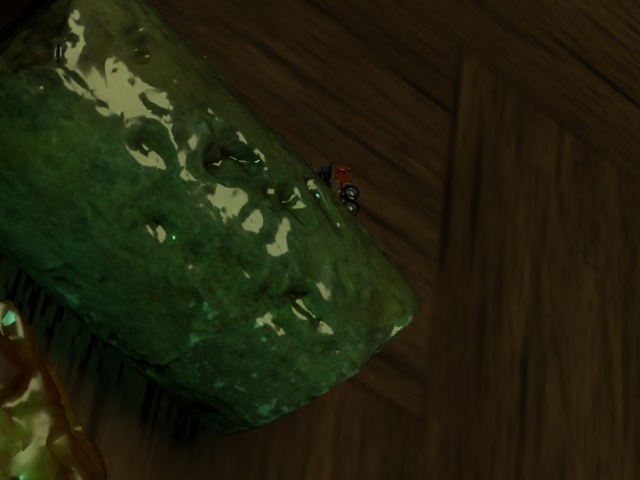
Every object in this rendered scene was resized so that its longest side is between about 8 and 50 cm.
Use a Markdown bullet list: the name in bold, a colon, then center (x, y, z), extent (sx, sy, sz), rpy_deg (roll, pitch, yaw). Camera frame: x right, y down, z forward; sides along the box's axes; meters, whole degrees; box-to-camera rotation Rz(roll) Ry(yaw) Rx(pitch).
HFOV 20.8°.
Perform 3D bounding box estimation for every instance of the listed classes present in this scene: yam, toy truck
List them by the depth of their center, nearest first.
- **yam**: center (-0.056, -0.007, 0.662), extent (0.194, 0.107, 0.107), rpy_deg (44, 40, -17)
- **toy truck**: center (0.000, 0.000, 0.780), extent (0.032, 0.024, 0.083), rpy_deg (14, 49, -12)

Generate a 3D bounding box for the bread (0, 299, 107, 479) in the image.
- **bread**: center (-0.164, 0.081, 0.465), extent (0.246, 0.135, 0.232), rpy_deg (58, 35, 1)
